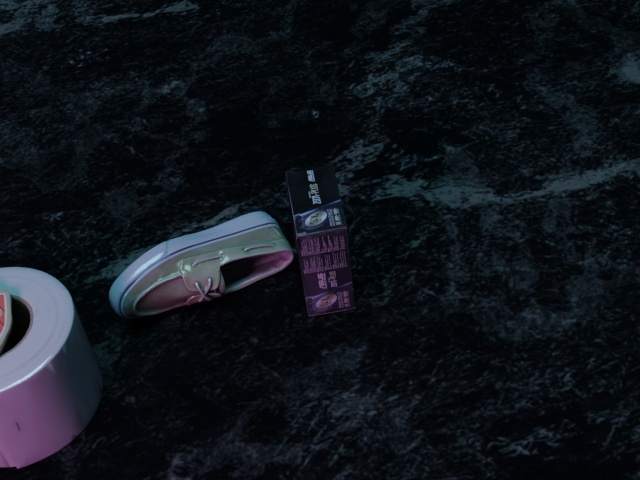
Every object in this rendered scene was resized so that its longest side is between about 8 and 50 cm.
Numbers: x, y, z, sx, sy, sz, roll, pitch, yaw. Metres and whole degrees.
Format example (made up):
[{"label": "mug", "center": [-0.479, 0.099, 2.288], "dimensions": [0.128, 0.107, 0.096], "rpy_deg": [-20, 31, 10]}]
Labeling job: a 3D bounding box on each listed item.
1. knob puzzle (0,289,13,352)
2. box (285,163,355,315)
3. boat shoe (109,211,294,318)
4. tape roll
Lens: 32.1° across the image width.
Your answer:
[{"label": "knob puzzle", "center": [-0.512, 0.122, 1.533], "dimensions": [0.213, 0.030, 0.213], "rpy_deg": [-5, 45, 5]}, {"label": "box", "center": [0.000, 0.000, 1.701], "dimensions": [0.077, 0.180, 0.147], "rpy_deg": [-9, 45, -2]}, {"label": "boat shoe", "center": [-0.182, 0.046, 1.741], "dimensions": [0.302, 0.109, 0.094], "rpy_deg": [-27, 49, -21]}, {"label": "tape roll", "center": [-0.454, 0.180, 1.606], "dimensions": [0.246, 0.169, 0.246], "rpy_deg": [-5, 44, 5]}]
